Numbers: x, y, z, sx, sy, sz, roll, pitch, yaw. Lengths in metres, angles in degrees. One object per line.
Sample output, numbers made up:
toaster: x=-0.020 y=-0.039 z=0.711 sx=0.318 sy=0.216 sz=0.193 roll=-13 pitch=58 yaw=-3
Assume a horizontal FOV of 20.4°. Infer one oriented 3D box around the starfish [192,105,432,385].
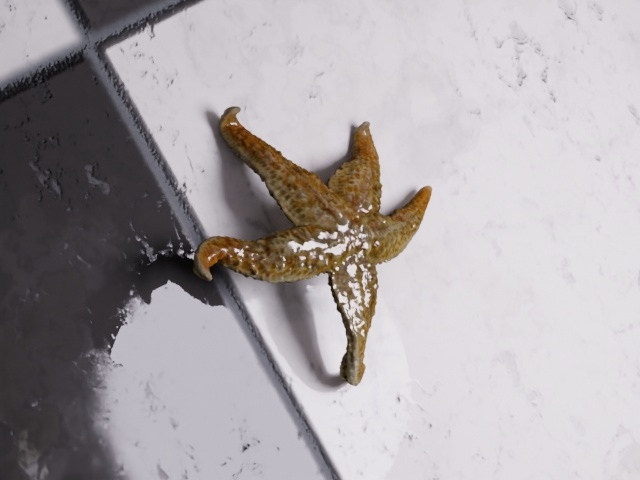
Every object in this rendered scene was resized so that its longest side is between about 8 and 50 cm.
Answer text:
starfish: x=0.007 y=-0.001 z=1.982 sx=0.375 sy=0.094 sz=0.327 roll=-3 pitch=77 yaw=-41
